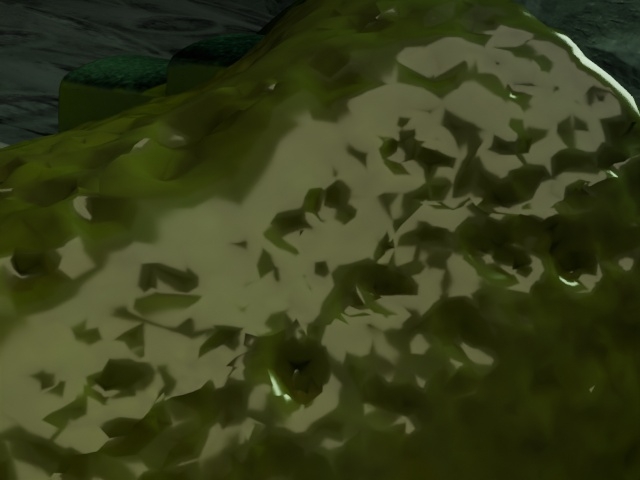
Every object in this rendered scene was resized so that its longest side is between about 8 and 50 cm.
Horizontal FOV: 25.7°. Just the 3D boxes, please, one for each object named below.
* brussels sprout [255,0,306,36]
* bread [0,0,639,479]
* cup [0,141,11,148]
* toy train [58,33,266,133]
[{"bbox_3d":[0.056,-0.062,1.168,0.281,0.289,0.355,27,6,-41],"label":"brussels sprout"},{"bbox_3d":[-0.022,0.078,0.544,0.308,0.348,0.348,-40,47,-23],"label":"bread"},{"bbox_3d":[-0.334,0.021,0.881,0.273,0.288,0.208,16,53,2],"label":"cup"},{"bbox_3d":[0.000,0.000,0.958,0.442,0.272,0.179,12,18,30],"label":"toy train"}]
